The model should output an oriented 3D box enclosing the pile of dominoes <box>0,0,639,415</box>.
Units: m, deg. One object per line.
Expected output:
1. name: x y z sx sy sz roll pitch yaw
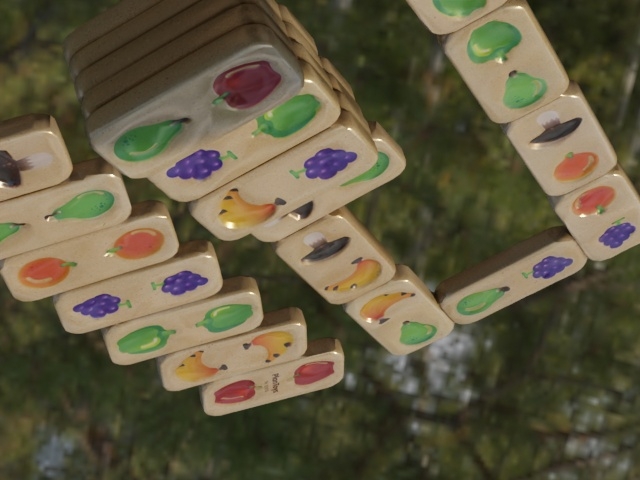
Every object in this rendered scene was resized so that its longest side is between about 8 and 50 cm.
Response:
1. pile of dominoes: 0.000 0.000 0.525 0.251 0.196 0.040 43 -158 -54
